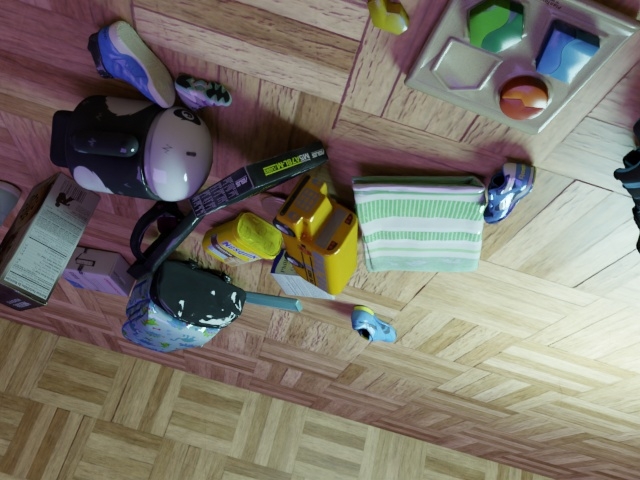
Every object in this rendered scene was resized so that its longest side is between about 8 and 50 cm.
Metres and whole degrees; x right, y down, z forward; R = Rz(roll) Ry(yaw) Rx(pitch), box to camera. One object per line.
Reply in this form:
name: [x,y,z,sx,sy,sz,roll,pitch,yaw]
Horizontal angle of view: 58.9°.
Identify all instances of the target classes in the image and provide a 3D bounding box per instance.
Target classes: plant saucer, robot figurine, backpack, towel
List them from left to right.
robot figurine: [-0.328,-0.165,0.996,0.277,0.209,0.174,9,136,10]
backpack: [-0.441,0.201,1.688,0.290,0.274,0.355,27,163,-35]
plant saucer: [-0.152,0.185,1.719,0.191,0.018,0.067,8,151,16]
towel: [0.193,-0.020,1.108,0.247,0.038,0.325,0,149,11]

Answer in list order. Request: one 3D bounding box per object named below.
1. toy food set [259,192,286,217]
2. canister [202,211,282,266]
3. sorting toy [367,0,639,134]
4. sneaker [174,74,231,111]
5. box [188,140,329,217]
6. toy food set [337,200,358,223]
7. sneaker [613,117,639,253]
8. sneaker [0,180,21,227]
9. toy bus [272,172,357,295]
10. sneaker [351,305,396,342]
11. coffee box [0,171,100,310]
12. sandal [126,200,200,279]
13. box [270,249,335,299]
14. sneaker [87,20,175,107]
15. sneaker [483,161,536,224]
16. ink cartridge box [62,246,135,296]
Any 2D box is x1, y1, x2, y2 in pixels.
toy food set: [-0.088,-0.072,1.204,0.083,0.020,0.083,5,151,18]
canister: [-0.188,0.003,1.340,0.126,0.074,0.169,33,149,-30]
sorting toy: [0.196,-0.243,0.715,0.306,0.041,0.229,19,152,-7]
sneaker: [-0.193,-0.234,0.944,0.098,0.038,0.069,24,155,5]
box: [-0.109,-0.107,0.996,0.190,0.184,0.045,-19,98,46]
toy food set: [0.062,-0.058,1.154,0.122,0.019,0.078,10,152,19]
sneaker: [0.504,-0.080,0.818,0.139,0.125,0.341,34,165,28]
sneaker: [-0.917,-0.086,1.466,0.255,0.151,0.094,6,153,20]
toy bus: [0.000,0.000,1.140,0.130,0.108,0.333,31,163,14]
sneaker: [0.151,0.266,1.644,0.069,0.082,0.209,-9,145,35]
coffee box: [-0.669,0.005,1.347,0.168,0.298,0.118,-12,142,42]
sandal: [-0.394,-0.008,1.344,0.107,0.168,0.445,44,145,-13]
box: [-0.036,0.084,1.411,0.137,0.072,0.126,4,151,20]
sneaker: [-0.303,-0.270,0.903,0.084,0.058,0.152,-7,141,27]
sneaker: [0.304,-0.082,0.951,0.059,0.053,0.144,17,144,-4]
ink cartridge box: [-0.695,0.094,1.754,0.202,0.086,0.148,8,151,12]
